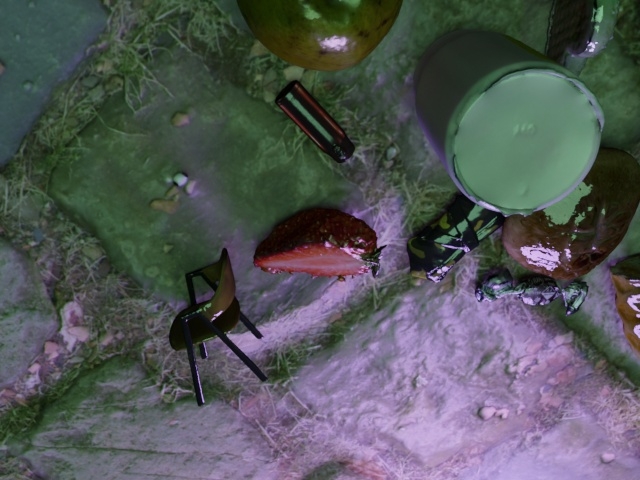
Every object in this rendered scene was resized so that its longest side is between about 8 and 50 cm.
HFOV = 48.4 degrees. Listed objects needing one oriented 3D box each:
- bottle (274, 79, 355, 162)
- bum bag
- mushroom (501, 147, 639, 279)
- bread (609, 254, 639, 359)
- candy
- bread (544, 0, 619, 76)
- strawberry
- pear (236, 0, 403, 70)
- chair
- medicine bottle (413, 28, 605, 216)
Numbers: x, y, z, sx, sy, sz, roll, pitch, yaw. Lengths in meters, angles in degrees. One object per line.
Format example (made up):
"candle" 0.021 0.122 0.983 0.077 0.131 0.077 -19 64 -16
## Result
"bottle" -0.006 -0.205 1.255 0.060 0.060 0.164 -40 112 15
"bum bag" 0.257 -0.012 1.364 0.232 0.060 0.106 -43 102 14
"mushroom" 0.469 -0.044 1.311 0.278 0.146 0.278 -8 124 -11
"bread" 0.683 0.152 1.432 0.152 0.130 0.268 -2 123 39
"candy" 0.427 0.103 1.438 0.226 0.051 0.094 5 126 -4
"bread" 0.424 -0.355 1.173 0.064 0.173 0.232 1 159 -4
"strawberry" 0.001 -0.003 1.337 0.235 0.107 0.175 11 151 -7
"pear" -0.003 -0.375 1.041 0.252 0.307 0.253 -2 108 -6
"chair" -0.206 0.153 1.363 0.172 0.159 0.247 -22 116 4
"medicine bottle" 0.261 -0.202 1.094 0.213 0.379 0.214 -1 116 -3
